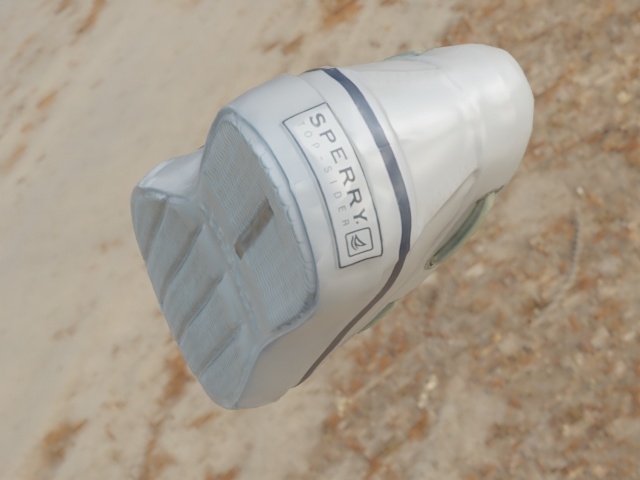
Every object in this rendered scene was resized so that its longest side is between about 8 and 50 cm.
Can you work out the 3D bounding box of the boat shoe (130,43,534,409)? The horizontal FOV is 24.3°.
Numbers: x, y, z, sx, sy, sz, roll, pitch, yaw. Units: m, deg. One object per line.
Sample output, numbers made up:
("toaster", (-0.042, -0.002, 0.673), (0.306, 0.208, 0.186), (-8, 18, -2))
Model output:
("boat shoe", (0.000, 0.000, 0.439), (0.076, 0.083, 0.226), (-21, 0, -17))
